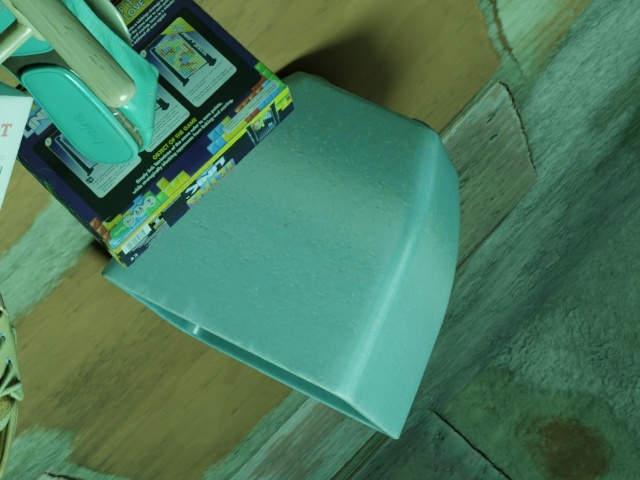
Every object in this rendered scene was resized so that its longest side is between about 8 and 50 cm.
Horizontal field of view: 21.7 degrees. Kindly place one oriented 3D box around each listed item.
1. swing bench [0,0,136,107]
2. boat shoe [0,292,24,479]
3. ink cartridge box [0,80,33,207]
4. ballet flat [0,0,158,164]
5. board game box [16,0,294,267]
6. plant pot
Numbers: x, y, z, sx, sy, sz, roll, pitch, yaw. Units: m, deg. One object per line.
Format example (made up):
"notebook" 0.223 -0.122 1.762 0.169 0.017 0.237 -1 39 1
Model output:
"swing bench" -0.276 -0.093 0.809 0.253 0.165 0.254 -44 122 -5
"boat shoe" -0.277 0.095 1.282 0.122 0.120 0.324 -36 158 -28
"ink cartridge box" -0.284 -0.009 1.033 0.154 0.093 0.212 -8 119 -62
"ballet flat" -0.179 -0.143 1.073 0.247 0.083 0.087 51 42 -53
"board game box" -0.128 -0.089 1.195 0.170 0.141 0.048 -43 163 -8
"plant pot" 0.000 0.000 1.504 0.252 0.247 0.248 -62 162 -7
